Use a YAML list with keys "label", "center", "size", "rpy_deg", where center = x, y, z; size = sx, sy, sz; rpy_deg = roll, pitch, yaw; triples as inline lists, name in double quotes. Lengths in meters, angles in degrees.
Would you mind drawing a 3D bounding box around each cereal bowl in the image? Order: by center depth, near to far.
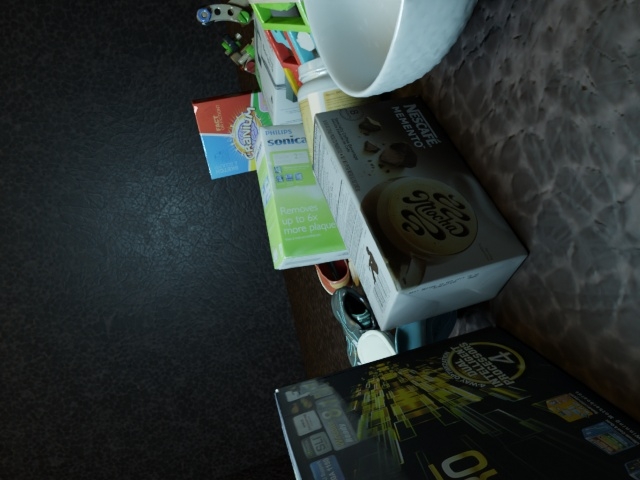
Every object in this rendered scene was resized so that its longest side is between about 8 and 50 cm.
- label: "cereal bowl"
  center: [0.079, -0.338, 0.482]
  size: [0.339, 0.141, 0.338]
  rpy_deg: [166, 90, -79]

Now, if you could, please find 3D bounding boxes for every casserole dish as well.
- label: "casserole dish"
  center: [0.163, 0.114, 0.658]
  size: [0.037, 0.188, 0.114]
  rpy_deg: [3, 110, 34]

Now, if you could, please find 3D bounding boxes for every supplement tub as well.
- label: "supplement tub"
  center: [0.040, -0.217, 0.796]
  size: [0.144, 0.145, 0.199]
  rpy_deg: [-149, 46, -73]

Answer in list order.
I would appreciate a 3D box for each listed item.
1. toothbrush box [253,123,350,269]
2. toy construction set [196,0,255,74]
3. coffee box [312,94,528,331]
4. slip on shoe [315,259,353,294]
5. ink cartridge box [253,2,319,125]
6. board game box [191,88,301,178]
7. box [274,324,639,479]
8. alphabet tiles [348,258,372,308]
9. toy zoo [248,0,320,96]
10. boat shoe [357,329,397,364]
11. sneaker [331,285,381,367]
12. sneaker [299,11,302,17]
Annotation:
- label: "toothbrush box"
  center: [-0.015, -0.098, 0.961]
  size: [0.122, 0.206, 0.283]
  rpy_deg: [134, 127, -68]
- label: "toy construction set"
  center: [-0.222, -0.695, 1.449]
  size: [0.257, 0.237, 0.309]
  rpy_deg: [46, -175, 0]
- label: "coffee box"
  center: [0.111, -0.050, 0.612]
  size: [0.118, 0.168, 0.297]
  rpy_deg: [94, 159, -56]
- label: "slip on shoe"
  center: [0.000, 0.000, 1.283]
  size: [0.101, 0.123, 0.331]
  rpy_deg: [83, 163, -69]
- label: "ink cartridge box"
  center: [-0.089, -0.468, 1.145]
  size: [0.289, 0.122, 0.211]
  rpy_deg: [105, 148, -66]
- label: "board game box"
  center: [-0.218, -0.346, 1.413]
  size: [0.064, 0.317, 0.242]
  rpy_deg: [-124, 22, -58]
- label: "box"
  center: [0.150, 0.240, 0.414]
  size: [0.395, 0.319, 0.097]
  rpy_deg: [-133, 30, -68]
- label: "alphabet tiles"
  center: [0.106, 0.033, 1.088]
  size: [0.284, 0.021, 0.277]
  rpy_deg: [133, 122, -76]
- label: "toy zoo"
  center: [-0.026, -0.362, 0.915]
  size: [0.192, 0.030, 0.293]
  rpy_deg: [34, 161, 47]
- label: "boat shoe"
  center: [0.192, 0.334, 0.949]
  size: [0.099, 0.116, 0.319]
  rpy_deg: [15, -140, -53]
- label: "sneaker"
  center: [0.103, 0.231, 1.087]
  size: [0.267, 0.101, 0.106]
  rpy_deg: [61, 165, 14]
- label: "sneaker"
  center: [-0.009, -0.490, 0.847]
  size: [0.222, 0.083, 0.118]
  rpy_deg: [175, 84, -76]
